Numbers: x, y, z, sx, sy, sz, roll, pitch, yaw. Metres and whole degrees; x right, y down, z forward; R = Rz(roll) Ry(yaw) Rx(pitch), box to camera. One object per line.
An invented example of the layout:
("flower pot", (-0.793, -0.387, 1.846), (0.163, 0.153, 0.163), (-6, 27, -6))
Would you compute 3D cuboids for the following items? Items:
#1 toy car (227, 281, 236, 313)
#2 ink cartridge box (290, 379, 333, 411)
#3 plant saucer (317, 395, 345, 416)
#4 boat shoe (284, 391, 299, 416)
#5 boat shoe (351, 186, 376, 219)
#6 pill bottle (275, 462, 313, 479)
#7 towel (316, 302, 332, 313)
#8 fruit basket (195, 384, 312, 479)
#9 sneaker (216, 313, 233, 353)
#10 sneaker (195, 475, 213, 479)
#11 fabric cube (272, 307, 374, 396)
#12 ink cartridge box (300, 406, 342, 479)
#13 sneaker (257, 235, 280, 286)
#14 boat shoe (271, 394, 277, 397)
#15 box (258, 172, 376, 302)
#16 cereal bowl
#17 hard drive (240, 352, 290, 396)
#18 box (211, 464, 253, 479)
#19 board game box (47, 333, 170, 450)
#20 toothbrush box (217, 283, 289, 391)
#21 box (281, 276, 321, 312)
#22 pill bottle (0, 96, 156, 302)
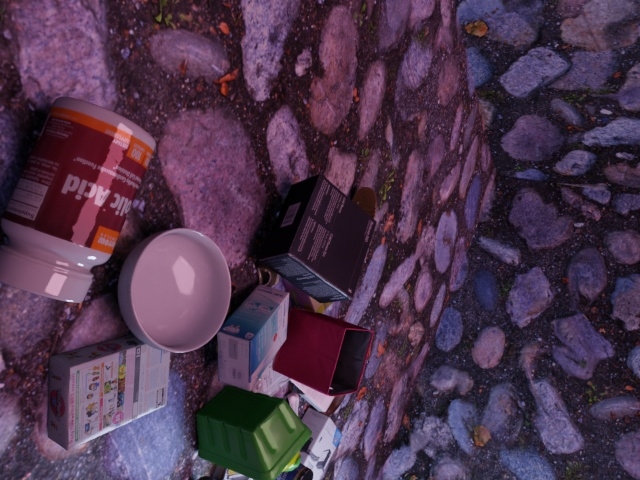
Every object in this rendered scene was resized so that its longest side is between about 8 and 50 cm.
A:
("toy car", (-0.320, 0.182, 1.713), (0.040, 0.060, 0.122), (-105, -150, -61))
("ink cartridge box", (-0.003, 0.562, 2.282), (0.261, 0.066, 0.296), (46, 59, -18))
("plant saucer", (0.055, 0.688, 2.458), (0.310, 0.050, 0.311), (-28, 126, -48))
("boat shoe", (-0.131, 0.741, 2.186), (0.063, 0.066, 0.184), (-5, 109, -41))
("boat shoe", (0.167, -0.073, 2.284), (0.110, 0.121, 0.341), (-105, -153, -80))
("pill bottle", (-0.147, 0.949, 2.095), (0.122, 0.219, 0.123), (-27, 124, -50))
("towel", (-0.015, 0.302, 2.221), (0.237, 0.021, 0.102), (-44, 136, -39))
("fruit basket", (-0.210, 0.704, 1.766), (0.283, 0.392, 0.392), (-36, 131, -45))
("sneaker", (-0.312, 0.321, 1.751), (0.059, 0.053, 0.144), (17, 93, -63))
("sneaker", (-0.421, 0.953, 1.817), (0.124, 0.107, 0.283), (-5, 111, -71))
("fabric cube", (0.014, 0.428, 1.983), (0.254, 0.258, 0.259), (21, 85, -59))
("ink cartridge box", (-0.050, 0.961, 2.333), (0.307, 0.129, 0.223), (-56, 143, -27))
("sneaker", (-0.186, 0.081, 1.830), (0.086, 0.064, 0.192), (-20, 119, -53))
("boat shoe", (-0.171, 0.747, 2.085), (0.105, 0.113, 0.306), (-33, 125, -21))
("box", (0.000, 0.000, 1.831), (0.312, 0.179, 0.343), (38, 58, -28))
("cereal bowl", (-0.413, 0.133, 1.405), (0.339, 0.141, 0.339), (4, 86, -55))
("hard drive", (-0.181, 0.475, 2.001), (0.339, 0.064, 0.237), (-31, 127, -47))
("box", (-0.301, 0.841, 1.970), (0.231, 0.056, 0.183), (30, 78, -57))
("board game box", (-0.553, 0.382, 1.365), (0.303, 0.097, 0.224), (-9, 109, -57))
("toothbrush box", (-0.222, 0.321, 1.733), (0.295, 0.126, 0.216), (-51, 151, -58))
("box", (-0.029, 0.119, 2.038), (0.243, 0.117, 0.214), (-52, 141, -33))
("pill bottle", (-0.528, -0.082, 1.096), (0.224, 0.224, 0.392), (31, 77, -57))
